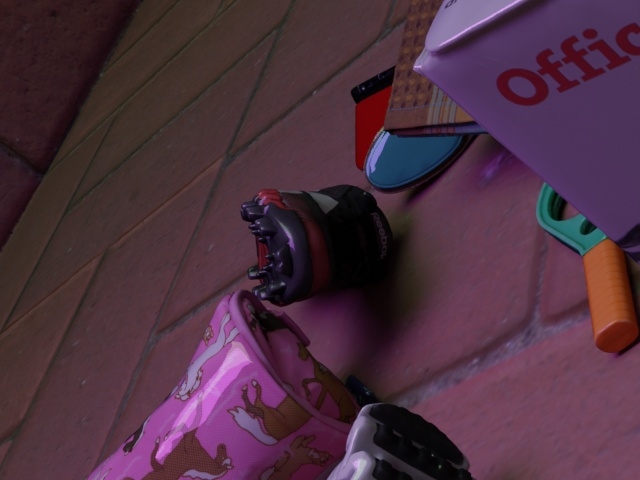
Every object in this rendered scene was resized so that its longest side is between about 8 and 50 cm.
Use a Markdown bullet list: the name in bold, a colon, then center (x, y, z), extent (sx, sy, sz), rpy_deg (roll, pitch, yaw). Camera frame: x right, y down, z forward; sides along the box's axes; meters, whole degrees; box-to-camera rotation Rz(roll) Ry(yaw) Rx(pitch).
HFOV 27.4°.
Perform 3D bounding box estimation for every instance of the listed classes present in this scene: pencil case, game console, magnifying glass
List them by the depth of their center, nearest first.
- **magnifying glass**: center (0.192, -0.005, 0.906), extent (0.092, 0.026, 0.231), rpy_deg (-41, 23, 27)
- **pencil case**: center (-0.132, 0.224, 1.030), extent (0.386, 0.167, 0.160), rpy_deg (-49, 61, 9)
- **game console**: center (0.102, -0.147, 1.357), extent (0.124, 0.085, 0.144), rpy_deg (-27, 4, -36)

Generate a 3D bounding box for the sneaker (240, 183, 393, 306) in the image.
- **sneaker**: center (0.000, -0.001, 1.138), extent (0.276, 0.135, 0.098), rpy_deg (-143, 47, -86)

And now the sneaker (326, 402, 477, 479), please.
- **sneaker**: center (0.020, 0.220, 0.719), extent (0.118, 0.110, 0.292), rpy_deg (-49, 10, 29)

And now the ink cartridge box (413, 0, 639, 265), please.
- **ink cartridge box**: center (0.228, -0.052, 0.493), extent (0.223, 0.307, 0.129), rpy_deg (-23, 34, 52)

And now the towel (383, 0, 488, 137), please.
- **towel**: center (0.201, -0.212, 1.008), extent (0.370, 0.040, 0.272), rpy_deg (1, 76, 53)

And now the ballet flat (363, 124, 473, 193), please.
- **ballet flat**: center (0.124, -0.122, 1.219), extent (0.206, 0.073, 0.067), rpy_deg (-44, -6, 14)
